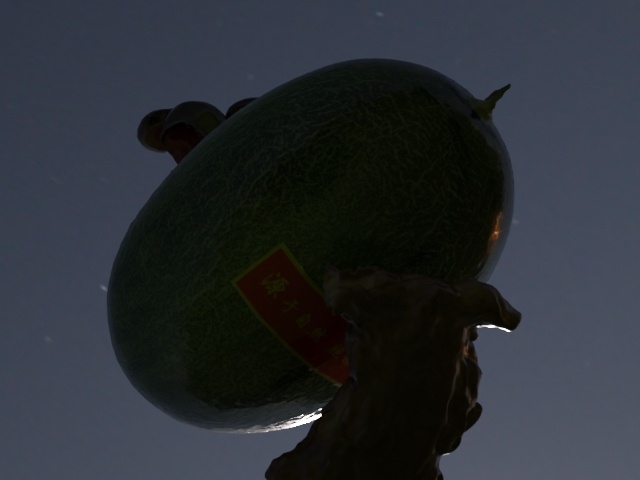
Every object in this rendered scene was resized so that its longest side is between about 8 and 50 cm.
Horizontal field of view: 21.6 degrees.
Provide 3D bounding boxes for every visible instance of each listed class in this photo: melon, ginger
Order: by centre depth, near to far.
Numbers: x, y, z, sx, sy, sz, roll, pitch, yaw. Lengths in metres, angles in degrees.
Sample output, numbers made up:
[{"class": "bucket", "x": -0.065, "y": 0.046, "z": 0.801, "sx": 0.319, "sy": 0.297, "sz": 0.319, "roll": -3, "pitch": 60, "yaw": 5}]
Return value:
[{"class": "ginger", "x": 0.030, "y": 0.152, "z": 0.896, "sx": 0.122, "sy": 0.084, "sz": 0.290, "roll": 2, "pitch": -71, "yaw": -20}, {"class": "melon", "x": 0.000, "y": 0.000, "z": 0.980, "sx": 0.288, "sy": 0.182, "sz": 0.182, "roll": -41, "pitch": -55, "yaw": 22}]

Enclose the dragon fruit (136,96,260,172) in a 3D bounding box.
[{"class": "dragon fruit", "x": -0.012, "y": -0.013, "z": 1.293, "sx": 0.198, "sy": 0.218, "sz": 0.272, "roll": -25, "pitch": -95, "yaw": 6}]
